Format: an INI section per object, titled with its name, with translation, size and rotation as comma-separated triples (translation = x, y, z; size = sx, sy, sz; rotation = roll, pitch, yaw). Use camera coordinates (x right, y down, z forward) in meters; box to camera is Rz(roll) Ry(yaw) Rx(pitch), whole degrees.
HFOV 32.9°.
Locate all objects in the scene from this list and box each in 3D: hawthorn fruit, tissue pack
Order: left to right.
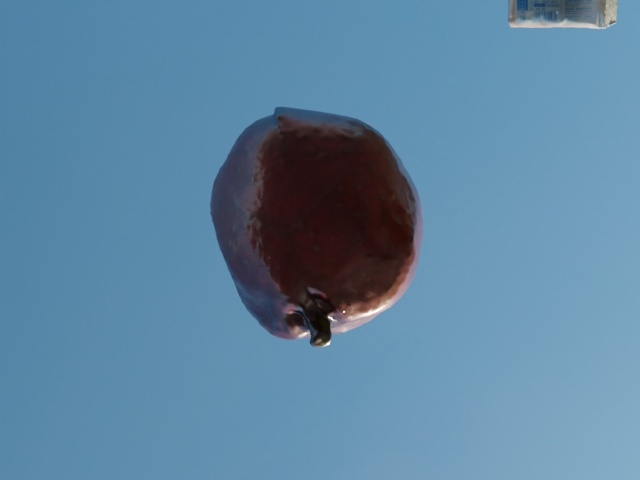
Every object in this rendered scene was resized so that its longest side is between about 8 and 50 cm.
[hawthorn fruit]
translation = 0.000, 0.000, 1.307
size = 0.265, 0.265, 0.307
rotation = 13, -136, -24
[tissue pack]
translation = 0.222, -0.231, 0.998
size = 0.058, 0.094, 0.074
rotation = -39, -50, -58
